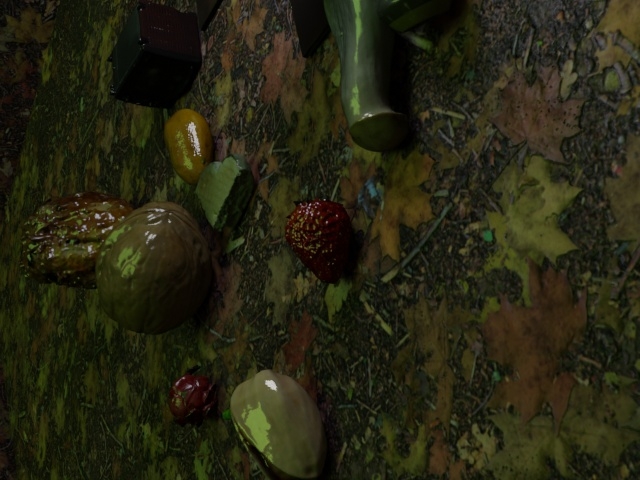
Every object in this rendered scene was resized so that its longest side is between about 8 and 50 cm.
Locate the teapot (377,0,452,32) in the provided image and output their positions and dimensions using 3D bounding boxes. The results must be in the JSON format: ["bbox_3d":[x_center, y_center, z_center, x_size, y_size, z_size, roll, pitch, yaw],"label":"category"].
[{"bbox_3d":[0.141,-0.400,1.323,0.165,0.130,0.119,-129,15,-84],"label":"teapot"}]

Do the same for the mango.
[{"bbox_3d":[-0.322,-0.231,2.044,0.147,0.109,0.227,-55,44,32],"label":"mango"}]

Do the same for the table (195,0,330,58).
[{"bbox_3d":[-0.073,-0.523,1.567,0.282,0.250,0.196,-46,48,44],"label":"table"}]

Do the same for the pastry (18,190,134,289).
[{"bbox_3d":[-0.697,0.003,2.394,0.405,0.337,0.292,21,110,57],"label":"pastry"}]

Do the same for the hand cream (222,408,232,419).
[{"bbox_3d":[-0.172,0.368,1.782,0.122,0.023,0.036,-26,60,49],"label":"hand cream"}]

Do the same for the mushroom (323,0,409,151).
[{"bbox_3d":[0.071,-0.311,1.399,0.122,0.159,0.328,-13,74,21],"label":"mushroom"}]

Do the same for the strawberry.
[{"bbox_3d":[-0.007,-0.002,1.490,0.131,0.131,0.148,-6,72,58],"label":"strawberry"}]

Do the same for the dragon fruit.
[{"bbox_3d":[-0.292,0.360,1.898,0.142,0.130,0.121,-11,109,56],"label":"dragon fruit"}]

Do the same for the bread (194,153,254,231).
[{"bbox_3d":[-0.214,-0.105,1.891,0.232,0.064,0.172,-15,72,58],"label":"bread"}]

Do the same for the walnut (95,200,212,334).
[{"bbox_3d":[-0.392,0.062,1.960,0.252,0.277,0.313,26,119,16],"label":"walnut"}]

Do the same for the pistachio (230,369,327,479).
[{"bbox_3d":[-0.072,0.345,1.506,0.229,0.157,0.157,59,134,28],"label":"pistachio"}]

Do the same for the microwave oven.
[{"bbox_3d":[-0.446,-0.488,2.226,0.247,0.178,0.188,-39,50,49],"label":"microwave oven"}]
